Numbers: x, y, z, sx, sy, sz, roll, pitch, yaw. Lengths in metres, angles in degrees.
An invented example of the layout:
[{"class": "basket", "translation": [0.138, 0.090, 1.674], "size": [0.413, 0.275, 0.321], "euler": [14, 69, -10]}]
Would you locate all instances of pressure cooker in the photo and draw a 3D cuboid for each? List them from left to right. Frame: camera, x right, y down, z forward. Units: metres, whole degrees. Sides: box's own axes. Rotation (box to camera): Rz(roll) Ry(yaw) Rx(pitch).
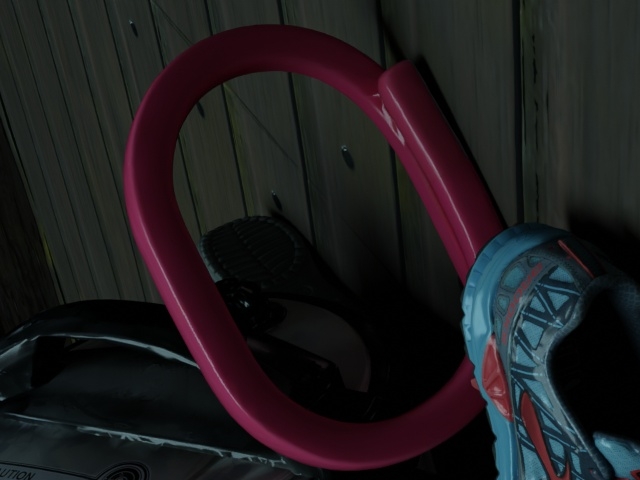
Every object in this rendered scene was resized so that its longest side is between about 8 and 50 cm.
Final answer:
[{"class": "pressure cooker", "translation": [-0.086, 0.230, 1.157], "size": [0.375, 0.370, 0.420], "euler": [-109, 3, -65]}]

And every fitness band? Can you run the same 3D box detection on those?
[{"class": "fitness band", "translation": [0.000, 0.000, 0.972], "size": [0.291, 0.209, 0.054], "euler": [62, 166, 5]}]

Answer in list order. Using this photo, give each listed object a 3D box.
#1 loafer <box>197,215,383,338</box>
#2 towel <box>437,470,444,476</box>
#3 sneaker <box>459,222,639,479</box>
[{"class": "loafer", "translation": [-0.032, 0.065, 1.366], "size": [0.251, 0.094, 0.087], "euler": [48, 151, 46]}, {"class": "towel", "translation": [0.076, 0.275, 1.424], "size": [0.336, 0.040, 0.243], "euler": [28, 139, 64]}, {"class": "sneaker", "translation": [0.154, 0.122, 0.857], "size": [0.125, 0.104, 0.262], "euler": [16, 129, 66]}]
